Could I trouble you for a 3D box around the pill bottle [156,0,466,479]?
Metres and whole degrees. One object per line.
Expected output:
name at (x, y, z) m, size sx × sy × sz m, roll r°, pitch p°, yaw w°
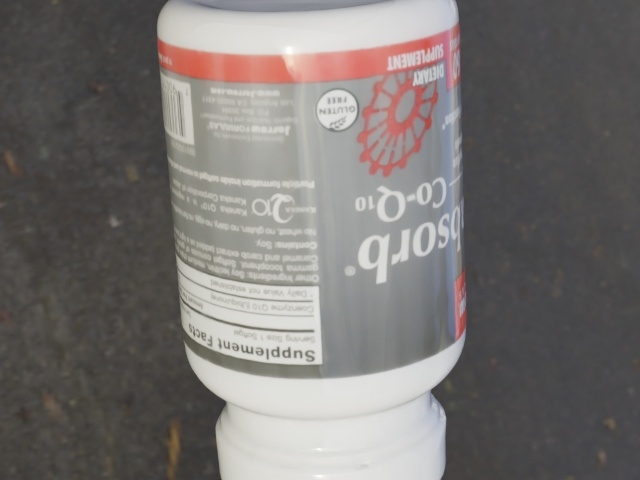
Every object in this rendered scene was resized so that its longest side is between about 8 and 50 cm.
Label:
pill bottle at (0.000, 0.000, 1.134) m, size 0.210 × 0.210 × 0.363 m, roll -33°, pitch 124°, yaw -56°
